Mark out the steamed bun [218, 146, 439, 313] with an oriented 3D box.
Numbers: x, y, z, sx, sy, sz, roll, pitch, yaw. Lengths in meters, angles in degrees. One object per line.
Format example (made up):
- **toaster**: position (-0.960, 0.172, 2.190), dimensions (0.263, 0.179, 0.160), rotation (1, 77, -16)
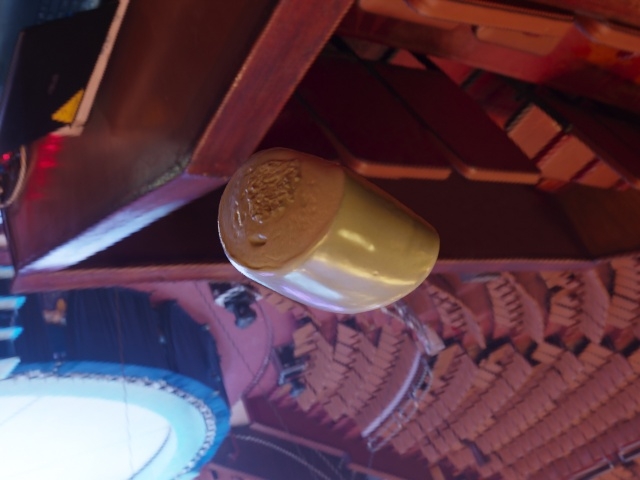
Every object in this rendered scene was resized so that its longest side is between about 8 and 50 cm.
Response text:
- **steamed bun**: position (0.000, 0.000, 0.881), dimensions (0.200, 0.250, 0.155), rotation (31, 86, -36)
